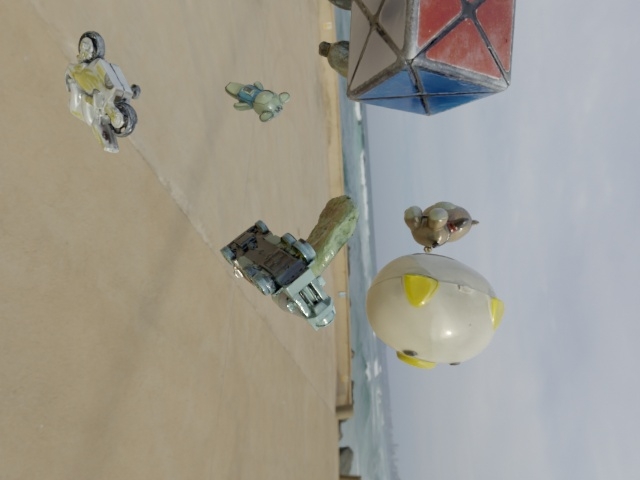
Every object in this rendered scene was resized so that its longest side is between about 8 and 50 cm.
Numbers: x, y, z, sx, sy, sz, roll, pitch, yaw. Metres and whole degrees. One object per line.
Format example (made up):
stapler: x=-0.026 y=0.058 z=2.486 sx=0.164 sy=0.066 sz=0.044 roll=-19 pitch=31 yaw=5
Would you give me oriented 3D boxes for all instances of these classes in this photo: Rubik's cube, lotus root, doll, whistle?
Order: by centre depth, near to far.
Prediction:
Rubik's cube: x=0.217 y=-0.428 z=0.857 sx=0.260 sy=0.259 sz=0.254 roll=6 pitch=-88 yaw=63
lotus root: x=0.083 y=-0.495 z=1.125 sx=0.113 sy=0.192 sz=0.088 roll=-55 pitch=171 yaw=-45
whistle: x=-0.191 y=-0.407 z=1.184 sx=0.114 sy=0.236 sz=0.077 roll=-52 pitch=148 yaw=-10
doll: x=0.441 y=-0.054 z=1.522 sx=0.330 sy=0.235 sz=0.174 roll=-15 pitch=104 yaw=-51

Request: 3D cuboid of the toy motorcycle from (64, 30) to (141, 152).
toy motorcycle: x=-0.430 y=-0.277 z=0.789 sx=0.228 sy=0.151 sz=0.074 roll=64 pitch=25 yaw=6

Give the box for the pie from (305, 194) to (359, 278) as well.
pie: x=0.000 y=0.000 z=0.903 sx=0.054 sy=0.240 sz=0.240 roll=37 pitch=17 yaw=-13

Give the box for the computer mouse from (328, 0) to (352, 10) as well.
computer mouse: x=0.159 y=-0.717 z=1.067 sx=0.167 sy=0.380 sz=0.090 roll=36 pitch=61 yaw=-59

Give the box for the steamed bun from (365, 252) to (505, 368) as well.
steamed bun: x=0.317 y=0.195 z=1.181 sx=0.334 sy=0.374 sz=0.333 roll=-166 pitch=-90 yaw=-76

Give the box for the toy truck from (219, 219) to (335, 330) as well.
toy truck: x=-0.077 y=0.064 z=0.757 sx=0.257 sy=0.108 sz=0.140 roll=24 pitch=-31 yaw=53
